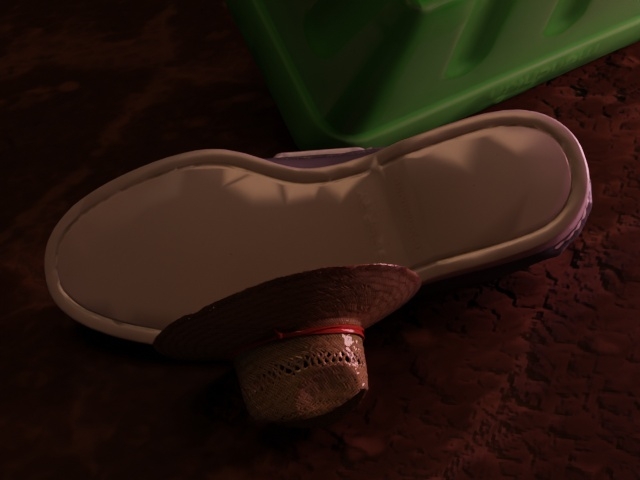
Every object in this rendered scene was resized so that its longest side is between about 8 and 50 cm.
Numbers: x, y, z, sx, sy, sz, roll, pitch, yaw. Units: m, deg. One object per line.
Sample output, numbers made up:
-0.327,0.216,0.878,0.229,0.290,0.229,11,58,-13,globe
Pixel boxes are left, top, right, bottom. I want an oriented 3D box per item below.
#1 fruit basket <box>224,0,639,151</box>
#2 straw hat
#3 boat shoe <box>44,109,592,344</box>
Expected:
0.083,-0.226,1.103,0.392,0.283,0.392,-26,-7,-3,fruit basket
-0.010,0.066,0.786,0.144,0.144,0.061,-12,71,-4,straw hat
0.000,0.000,0.889,0.319,0.116,0.099,-12,-11,10,boat shoe
